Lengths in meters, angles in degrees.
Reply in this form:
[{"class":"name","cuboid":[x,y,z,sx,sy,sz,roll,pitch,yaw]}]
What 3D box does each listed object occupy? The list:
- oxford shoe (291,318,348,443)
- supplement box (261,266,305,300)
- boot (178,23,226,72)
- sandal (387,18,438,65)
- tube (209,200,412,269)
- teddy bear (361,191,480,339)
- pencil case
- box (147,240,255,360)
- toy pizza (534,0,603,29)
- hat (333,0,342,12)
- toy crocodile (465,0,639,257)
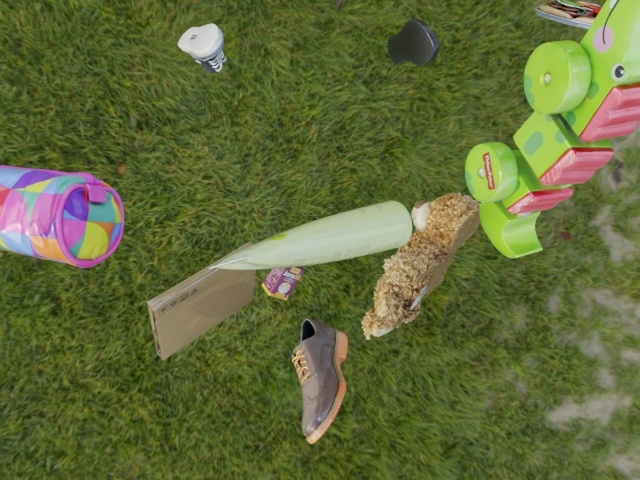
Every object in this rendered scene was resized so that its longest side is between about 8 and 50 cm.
[{"class":"oxford shoe","cuboid":[-0.021,0.330,1.216,0.132,0.364,0.130,34,113,-11]},{"class":"supplement box","cuboid":[-0.081,0.083,1.094,0.055,0.043,0.083,22,106,-39]},{"class":"boot","cuboid":[-0.215,-0.377,0.994,0.086,0.190,0.069,37,91,-38]},{"class":"sandal","cuboid":[0.151,-0.313,0.787,0.040,0.179,0.067,-16,109,-5]},{"class":"tube","cuboid":[0.000,0.000,0.568,0.240,0.062,0.070,-14,137,-32]},{"class":"teddy bear","cuboid":[0.179,0.048,0.973,0.113,0.338,0.245,40,44,25]},{"class":"pencil case","cuboid":[-0.332,-0.037,0.537,0.236,0.104,0.105,11,93,17]},{"class":"box","cuboid":[-0.195,0.105,0.851,0.201,0.165,0.021,-33,63,-33]},{"class":"toy pizza","cuboid":[0.477,-0.391,0.863,0.201,0.201,0.032,4,123,-9]},{"class":"hat","cuboid":[0.005,-0.517,0.714,0.133,0.331,0.332,8,93,-11]},{"class":"toy crocodile","cuboid":[0.250,-0.105,0.504,0.115,0.341,0.105,-8,58,-18]}]
